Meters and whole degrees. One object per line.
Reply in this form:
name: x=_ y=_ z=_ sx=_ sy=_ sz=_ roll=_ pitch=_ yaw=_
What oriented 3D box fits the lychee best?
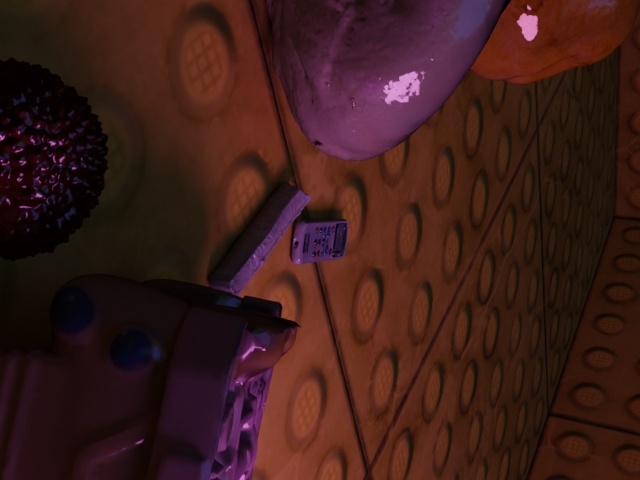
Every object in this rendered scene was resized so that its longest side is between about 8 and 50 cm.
lychee: x=-0.190 y=-0.050 z=0.514 sx=0.129 sy=0.123 sz=0.123 roll=138 pitch=-32 yaw=-75

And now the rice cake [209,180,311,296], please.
rice cake: x=-0.061 y=-0.004 z=0.874 sx=0.171 sy=0.033 sz=0.029 roll=-56 pitch=144 yaw=-41

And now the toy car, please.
toy car: x=-0.143 y=0.144 z=0.605 sx=0.336 sy=0.226 sz=0.242 roll=94 pitch=6 yaw=-86

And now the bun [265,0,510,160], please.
bun: x=0.046 y=-0.237 z=0.835 sx=0.187 sy=0.293 sz=0.293 roll=32 pitch=64 yaw=-21

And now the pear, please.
pear: x=0.289 y=-0.375 z=1.169 sx=0.314 sy=0.314 sz=0.314 roll=-28 pitch=122 yaw=-58

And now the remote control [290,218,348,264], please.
remote control: x=0.000 y=0.000 z=1.012 sx=0.124 sy=0.018 sz=0.053 roll=-3 pitch=101 yaw=-63
